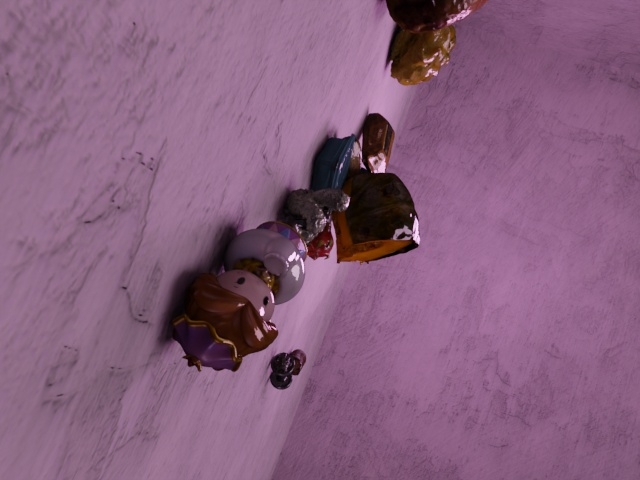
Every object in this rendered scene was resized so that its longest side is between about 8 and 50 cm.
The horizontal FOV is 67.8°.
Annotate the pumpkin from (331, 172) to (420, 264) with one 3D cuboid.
[{"bbox_3d":[0.158,-0.059,1.402,0.303,0.257,0.225,142,-61,-71],"label":"pumpkin"}]

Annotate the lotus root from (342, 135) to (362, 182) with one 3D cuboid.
[{"bbox_3d":[0.071,-0.224,1.335,0.089,0.080,0.179,-31,149,-26],"label":"lotus root"}]

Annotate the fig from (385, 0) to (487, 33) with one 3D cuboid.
[{"bbox_3d":[0.278,-0.728,1.186,0.286,0.287,0.368,-57,134,-56],"label":"fig"}]

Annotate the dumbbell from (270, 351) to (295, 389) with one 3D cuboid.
[{"bbox_3d":[-0.128,0.439,1.596,0.253,0.082,0.081,99,14,-51],"label":"dumbbell"}]

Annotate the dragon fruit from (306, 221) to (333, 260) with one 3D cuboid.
[{"bbox_3d":[0.001,-0.001,1.411,0.086,0.081,0.116,74,33,-58],"label":"dragon fruit"}]

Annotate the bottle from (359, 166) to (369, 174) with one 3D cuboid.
[{"bbox_3d":[0.121,-0.135,1.650,0.271,0.143,0.156,84,2,-52],"label":"bottle"}]

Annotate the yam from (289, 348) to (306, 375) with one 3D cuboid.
[{"bbox_3d":[-0.098,0.479,1.880,0.141,0.079,0.079,11,98,-83],"label":"yam"}]

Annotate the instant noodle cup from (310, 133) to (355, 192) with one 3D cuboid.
[{"bbox_3d":[0.028,-0.177,1.218,0.179,0.070,0.157,100,12,-47],"label":"instant noodle cup"}]

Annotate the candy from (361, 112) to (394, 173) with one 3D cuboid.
[{"bbox_3d":[0.192,-0.315,1.645,0.143,0.101,0.271,47,43,-47],"label":"candy"}]

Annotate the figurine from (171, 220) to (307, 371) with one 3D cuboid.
[{"bbox_3d":[-0.113,0.082,0.715,0.189,0.142,0.263,-47,-172,40],"label":"figurine"}]

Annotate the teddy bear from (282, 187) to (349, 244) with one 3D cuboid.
[{"bbox_3d":[-0.040,-0.053,1.037,0.133,0.111,0.213,-39,180,-33],"label":"teddy bear"}]

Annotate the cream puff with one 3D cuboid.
[{"bbox_3d":[0.331,-0.689,1.665,0.282,0.185,0.281,-24,-119,54],"label":"cream puff"}]
